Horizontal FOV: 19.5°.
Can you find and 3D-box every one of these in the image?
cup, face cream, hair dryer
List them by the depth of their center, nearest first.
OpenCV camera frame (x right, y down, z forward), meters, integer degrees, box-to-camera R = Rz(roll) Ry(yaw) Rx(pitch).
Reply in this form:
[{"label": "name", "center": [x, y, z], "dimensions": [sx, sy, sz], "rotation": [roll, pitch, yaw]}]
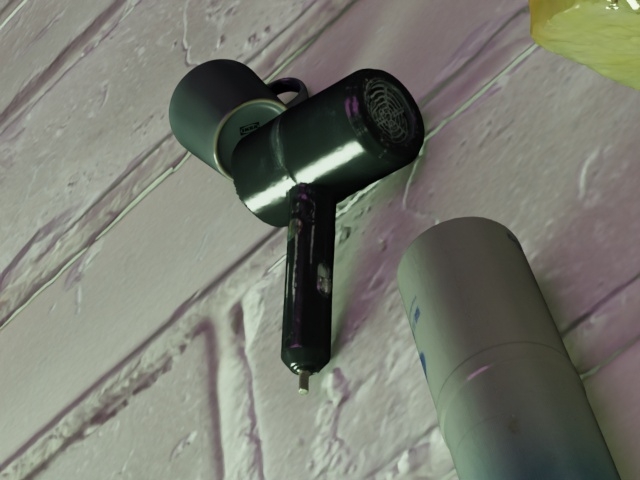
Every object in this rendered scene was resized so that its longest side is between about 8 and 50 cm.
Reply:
[{"label": "face cream", "center": [0.098, 0.087, 0.954], "dimensions": [0.077, 0.077, 0.250], "rotation": [-44, 31, 18]}, {"label": "hair dryer", "center": [0.000, 0.000, 1.204], "dimensions": [0.124, 0.071, 0.219], "rotation": [-26, 47, 40]}, {"label": "cup", "center": [-0.051, -0.090, 1.362], "dimensions": [0.100, 0.078, 0.077], "rotation": [-28, 32, -14]}]

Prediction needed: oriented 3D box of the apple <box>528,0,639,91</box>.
[{"label": "apple", "center": [0.261, -0.141, 0.668], "dimensions": [0.309, 0.252, 0.314], "rotation": [-10, 27, 46]}]
